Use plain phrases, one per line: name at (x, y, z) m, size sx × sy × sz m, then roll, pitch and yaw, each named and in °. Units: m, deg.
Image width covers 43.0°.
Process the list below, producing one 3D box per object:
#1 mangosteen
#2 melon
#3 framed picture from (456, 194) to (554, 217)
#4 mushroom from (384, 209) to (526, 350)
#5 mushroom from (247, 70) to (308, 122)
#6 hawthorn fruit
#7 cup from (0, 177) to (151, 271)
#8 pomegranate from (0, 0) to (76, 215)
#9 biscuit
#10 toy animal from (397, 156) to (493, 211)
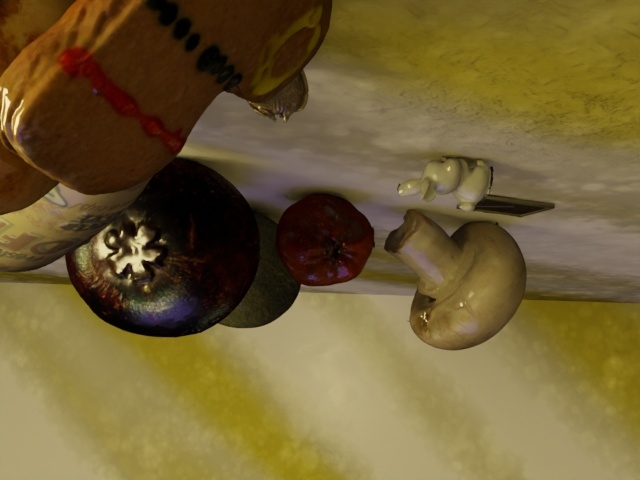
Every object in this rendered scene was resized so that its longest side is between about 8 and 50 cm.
mangosteen at (-0.251, 0.013, 1.342) m, size 0.330 × 0.330 × 0.330 m, roll 3°, pitch 170°, yaw 0°
melon at (-0.174, 0.058, 1.717) m, size 0.249 × 0.248 × 0.329 m, roll -1°, pitch 160°, yaw 24°
framed picture at (0.348, -0.064, 1.536) m, size 0.149 × 0.011 × 0.109 m, roll 7°, pitch 169°, yaw -20°
mushroom at (0.255, 0.070, 1.662) m, size 0.290 × 0.292 × 0.292 m, roll 31°, pitch 163°, yaw -13°
mushroom at (-0.080, -0.180, 0.791) m, size 0.092 × 0.081 × 0.223 m, roll -23°, pitch 161°, yaw 26°
hawthorn fruit at (0.000, 0.000, 1.551) m, size 0.185 × 0.185 × 0.202 m, roll 6°, pitch -176°, yaw -18°
cup at (-0.334, -0.127, 0.938) m, size 0.257 × 0.227 × 0.301 m, roll -22°, pitch 127°, yaw 38°
pomegranate at (-0.308, -0.132, 0.639) m, size 0.229 × 0.252 × 0.270 m, roll -12°, pitch 177°, yaw -44°
biscuit at (-0.092, -0.130, 0.615) m, size 0.052 × 0.277 × 0.262 m, roll 42°, pitch 172°, yaw 15°
toy animal at (0.195, -0.092, 1.244) m, size 0.124 × 0.085 × 0.071 m, roll 14°, pitch -176°, yaw -25°
